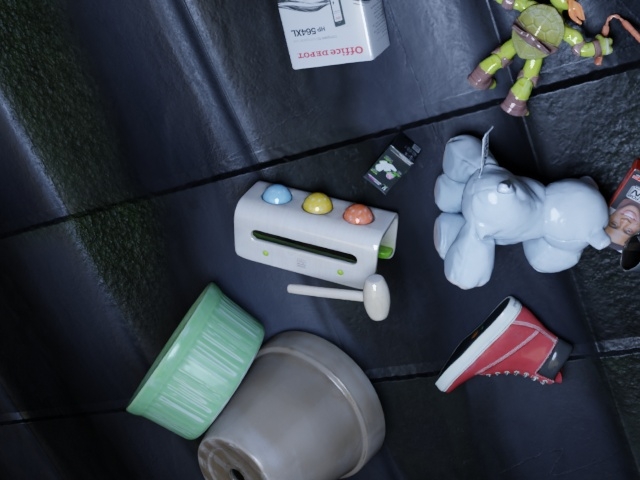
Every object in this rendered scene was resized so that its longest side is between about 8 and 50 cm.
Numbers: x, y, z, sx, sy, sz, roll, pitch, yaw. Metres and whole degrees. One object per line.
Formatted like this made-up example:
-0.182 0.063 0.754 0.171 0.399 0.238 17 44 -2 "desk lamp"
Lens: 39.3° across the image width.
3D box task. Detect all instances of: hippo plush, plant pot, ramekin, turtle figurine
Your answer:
0.326 -0.065 1.427 0.236 0.234 0.294 2 141 -11 "hippo plush"
-0.079 0.387 1.760 0.323 0.280 0.323 20 128 29 "plant pot"
-0.241 0.247 1.787 0.148 0.303 0.303 34 127 -6 "ramekin"
0.328 -0.291 1.329 0.269 0.087 0.217 33 127 4 "turtle figurine"

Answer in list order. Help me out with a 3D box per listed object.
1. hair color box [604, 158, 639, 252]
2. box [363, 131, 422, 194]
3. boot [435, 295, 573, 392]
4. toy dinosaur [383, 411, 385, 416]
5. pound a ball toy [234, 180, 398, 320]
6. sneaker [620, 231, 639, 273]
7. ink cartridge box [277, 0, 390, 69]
0.495 -0.052 1.420 0.072 0.043 0.141 27 127 7 "hair color box"
0.124 -0.132 1.532 0.052 0.062 0.083 40 126 -3 "box"
0.338 0.236 1.639 0.176 0.088 0.244 39 123 -2 "boot"
0.070 0.343 1.838 0.112 0.064 0.211 11 122 21 "toy dinosaur"
0.000 0.000 1.578 0.319 0.208 0.136 14 123 18 "pound a ball toy"
0.556 -0.018 1.359 0.118 0.083 0.222 8 128 -17 "sneaker"
0.013 -0.385 1.420 0.148 0.086 0.203 -2 117 25 "ink cartridge box"
